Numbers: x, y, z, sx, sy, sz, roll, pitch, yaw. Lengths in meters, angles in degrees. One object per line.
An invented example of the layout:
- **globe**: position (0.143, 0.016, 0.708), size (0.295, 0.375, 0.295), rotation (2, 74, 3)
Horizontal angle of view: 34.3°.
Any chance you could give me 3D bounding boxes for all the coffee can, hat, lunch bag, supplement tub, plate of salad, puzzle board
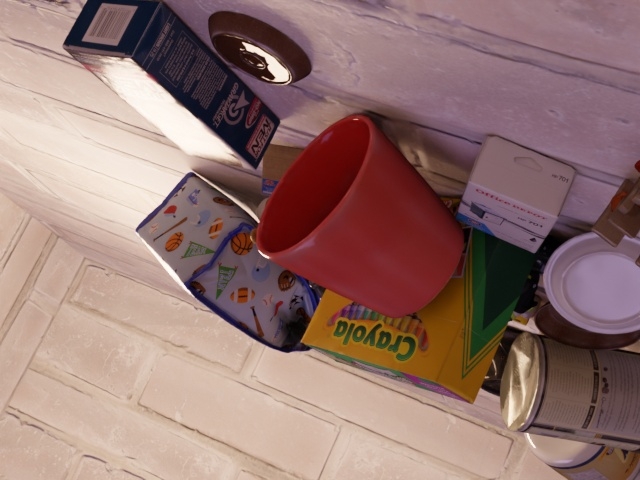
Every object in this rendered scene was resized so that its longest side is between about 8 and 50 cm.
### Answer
- **coffee can**: position (0.523, 0.302, 2.064), size (0.275, 0.202, 0.201), rotation (11, 168, -9)
- **hat**: position (0.445, 0.306, 2.503), size (0.331, 0.134, 0.331), rotation (23, 167, 6)
- **lunch bag**: position (-0.175, 0.065, 2.347), size (0.385, 0.239, 0.328), rotation (46, 178, -37)
- **supplement tub**: position (0.678, 0.503, 2.617), size (0.228, 0.228, 0.316), rotation (11, 161, 45)
- **plate of salad**: position (0.454, 0.063, 1.635), size (0.199, 0.048, 0.200), rotation (10, 127, 14)
- **puzzle board**: position (-0.052, -0.122, 1.880), size (0.128, 0.097, 0.011), rotation (12, -165, 32)

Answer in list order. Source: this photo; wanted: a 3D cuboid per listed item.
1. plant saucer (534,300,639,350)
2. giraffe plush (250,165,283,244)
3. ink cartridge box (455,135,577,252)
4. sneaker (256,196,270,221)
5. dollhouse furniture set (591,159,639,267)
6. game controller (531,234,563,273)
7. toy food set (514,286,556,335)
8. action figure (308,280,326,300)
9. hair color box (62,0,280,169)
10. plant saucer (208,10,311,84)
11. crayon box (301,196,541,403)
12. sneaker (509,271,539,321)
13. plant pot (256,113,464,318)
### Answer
- **plant saucer**: position (0.499, 0.145, 1.926), size (0.198, 0.036, 0.199), rotation (10, 151, 6)
- **giraffe plush**: position (-0.046, -0.046, 1.979), size (0.181, 0.171, 0.210), rotation (23, 166, 7)
- **ink cartridge box**: position (0.283, -0.065, 1.525), size (0.139, 0.082, 0.191), rotation (23, 168, 8)
- **sneaker**: position (0.000, 0.000, 2.202), size (0.290, 0.106, 0.123), rotation (30, 168, -12)
- **dollhouse furniture set**: position (0.503, -0.026, 1.267), size (0.259, 0.135, 0.262), rotation (37, 166, 1)
- **game controller**: position (0.491, 0.071, 1.738), size (0.319, 0.067, 0.166), rotation (23, 180, 12)
- **toy food set**: position (0.329, 0.127, 2.126), size (0.306, 0.092, 0.220), rotation (23, 166, 12)
- **action figure**: position (0.141, 0.095, 2.082), size (0.330, 0.178, 0.341), rotation (56, -158, 10)
- **hair color box**: position (-0.235, -0.251, 1.695), size (0.173, 0.105, 0.347), rotation (15, 163, 38)
- **plant saucer**: position (-0.094, -0.275, 1.521), size (0.168, 0.029, 0.168), rotation (23, 167, 6)
- **crayon box**: position (0.166, 0.083, 1.764), size (0.106, 0.313, 0.363), rotation (35, 164, -33)
- **sneaker**: position (0.353, 0.061, 1.918), size (0.097, 0.084, 0.235), rotation (-20, 140, 4)
- **plant pot**: position (0.074, -0.020, 1.623), size (0.243, 0.275, 0.275), rotation (37, 163, -23)
